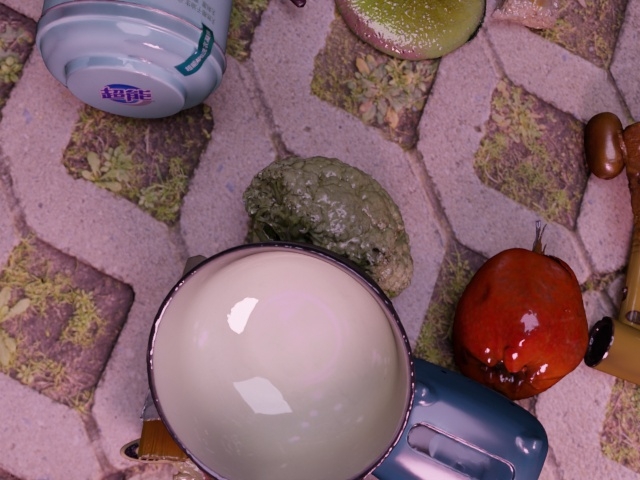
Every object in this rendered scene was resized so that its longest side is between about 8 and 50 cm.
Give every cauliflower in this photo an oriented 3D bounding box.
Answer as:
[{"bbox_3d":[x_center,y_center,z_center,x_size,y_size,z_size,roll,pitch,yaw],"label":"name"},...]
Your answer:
[{"bbox_3d":[0.000,0.000,1.237,0.275,0.272,0.250,46,104,18],"label":"cauliflower"}]

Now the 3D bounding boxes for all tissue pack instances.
[{"bbox_3d":[0.189,0.299,1.190,0.287,0.206,0.198,27,82,-2],"label":"tissue pack"}]

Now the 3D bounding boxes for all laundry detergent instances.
[{"bbox_3d":[-0.278,-0.364,1.230,0.287,0.287,0.305,8,75,-8],"label":"laundry detergent"}]

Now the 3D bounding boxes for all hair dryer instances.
[{"bbox_3d":[0.553,0.109,1.372,0.134,0.090,0.279,20,68,-4],"label":"hair dryer"}]

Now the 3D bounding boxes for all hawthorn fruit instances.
[{"bbox_3d":[0.326,0.102,1.274,0.211,0.211,0.299,20,65,-5],"label":"hawthorn fruit"}]

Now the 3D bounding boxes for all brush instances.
[{"bbox_3d":[-0.210,0.165,1.203,0.085,0.020,0.337,5,58,-1],"label":"brush"}]

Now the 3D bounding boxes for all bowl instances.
[{"bbox_3d":[-0.043,0.157,1.104,0.353,0.185,0.354,2,102,8],"label":"bowl"}]

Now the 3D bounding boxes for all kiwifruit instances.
[{"bbox_3d":[0.511,-0.171,1.430,0.075,0.075,0.125,3,81,-9],"label":"kiwifruit"}]

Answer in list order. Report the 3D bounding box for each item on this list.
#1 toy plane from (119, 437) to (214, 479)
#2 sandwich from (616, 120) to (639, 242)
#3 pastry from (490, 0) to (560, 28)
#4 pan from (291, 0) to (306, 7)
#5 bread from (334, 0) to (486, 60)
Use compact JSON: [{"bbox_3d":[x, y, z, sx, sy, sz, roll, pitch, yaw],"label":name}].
[{"bbox_3d":[-0.173,0.305,1.190,0.244,0.092,0.229,-3,79,-10],"label":"toy plane"},{"bbox_3d":[0.601,-0.093,1.393,0.186,0.065,0.215,9,71,-40],"label":"sandwich"},{"bbox_3d":[0.408,-0.516,1.493,0.121,0.089,0.259,20,77,-17],"label":"pastry"},{"bbox_3d":[-0.100,-0.480,1.415,0.115,0.040,0.212,-40,79,-17],"label":"pan"},{"bbox_3d":[0.167,-0.465,1.459,0.301,0.045,0.302,2,77,-10],"label":"bread"}]
